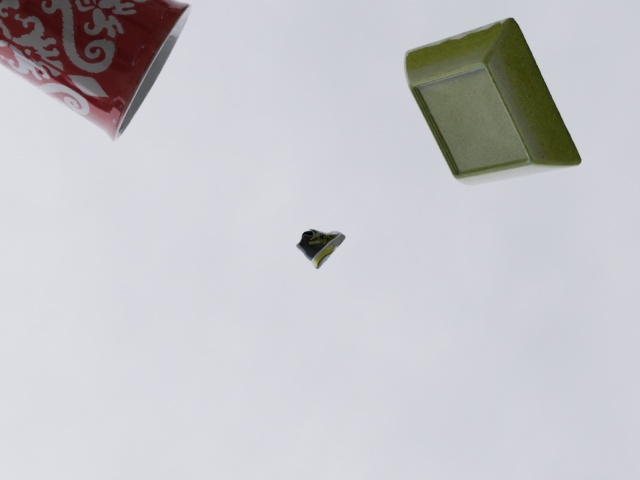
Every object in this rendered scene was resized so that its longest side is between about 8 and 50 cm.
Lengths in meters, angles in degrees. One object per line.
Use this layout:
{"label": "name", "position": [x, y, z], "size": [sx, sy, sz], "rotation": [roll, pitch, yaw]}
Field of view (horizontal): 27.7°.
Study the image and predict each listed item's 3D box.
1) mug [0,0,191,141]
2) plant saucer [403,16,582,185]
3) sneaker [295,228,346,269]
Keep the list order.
{"label": "mug", "position": [-0.191, -0.165, 0.938], "size": [0.169, 0.150, 0.113], "rotation": [29, -75, -6]}
{"label": "plant saucer", "position": [0.185, -0.146, 1.501], "size": [0.045, 0.188, 0.188], "rotation": [-38, -73, -34]}
{"label": "sneaker", "position": [0.000, 0.000, 1.261], "size": [0.035, 0.031, 0.083], "rotation": [42, -164, 0]}
